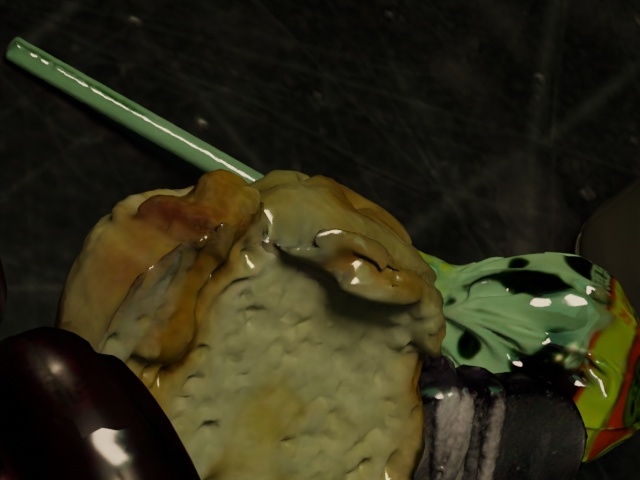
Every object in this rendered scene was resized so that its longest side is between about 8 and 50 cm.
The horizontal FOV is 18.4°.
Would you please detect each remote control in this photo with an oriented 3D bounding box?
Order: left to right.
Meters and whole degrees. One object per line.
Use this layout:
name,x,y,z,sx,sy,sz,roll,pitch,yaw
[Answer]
remote control,-0.023,0.080,0.729,0.266,0.090,0.066,-2,36,-29

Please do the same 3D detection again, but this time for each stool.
stool,0.177,0.002,0.896,0.096,0.110,0.096,14,53,-20

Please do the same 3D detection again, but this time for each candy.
candy,0.000,0.000,0.823,0.305,0.083,0.091,29,64,-3

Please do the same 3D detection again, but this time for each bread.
bread,-0.040,0.085,0.631,0.128,0.232,0.088,10,17,-22

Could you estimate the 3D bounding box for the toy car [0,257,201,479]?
toy car,-0.166,0.133,0.509,0.271,0.240,0.340,-26,48,-17
